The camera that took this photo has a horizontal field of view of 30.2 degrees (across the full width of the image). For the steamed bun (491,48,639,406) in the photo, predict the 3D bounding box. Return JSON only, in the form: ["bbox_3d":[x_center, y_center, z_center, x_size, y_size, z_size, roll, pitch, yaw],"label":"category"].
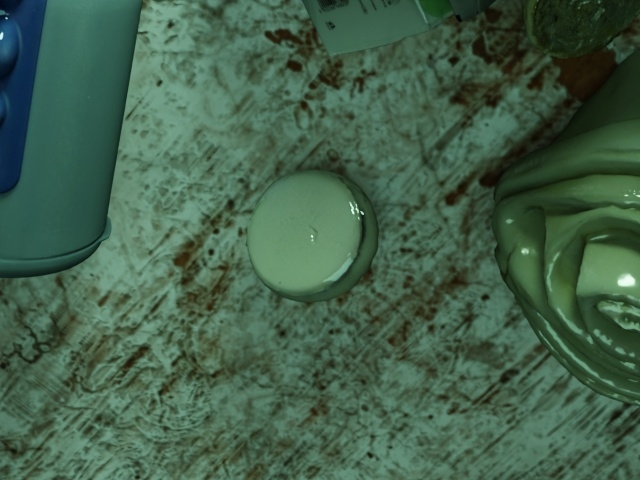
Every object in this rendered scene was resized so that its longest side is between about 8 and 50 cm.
[{"bbox_3d":[0.334,0.011,1.098,0.324,0.219,0.310,-41,102,20],"label":"steamed bun"}]

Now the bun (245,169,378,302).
[{"bbox_3d":[0.000,0.000,1.211,0.138,0.094,0.138,-6,76,22],"label":"bun"}]

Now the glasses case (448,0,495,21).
[{"bbox_3d":[0.163,-0.260,1.033,0.042,0.190,0.072,-3,119,41],"label":"glasses case"}]

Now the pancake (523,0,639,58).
[{"bbox_3d":[0.247,-0.225,1.079,0.152,0.025,0.151,-21,137,-21],"label":"pancake"}]

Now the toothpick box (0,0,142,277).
[{"bbox_3d":[-0.290,-0.162,1.093,0.263,0.263,0.354,15,112,1],"label":"toothpick box"}]

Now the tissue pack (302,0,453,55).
[{"bbox_3d":[0.045,-0.304,1.058,0.159,0.145,0.229,-3,120,56],"label":"tissue pack"}]
